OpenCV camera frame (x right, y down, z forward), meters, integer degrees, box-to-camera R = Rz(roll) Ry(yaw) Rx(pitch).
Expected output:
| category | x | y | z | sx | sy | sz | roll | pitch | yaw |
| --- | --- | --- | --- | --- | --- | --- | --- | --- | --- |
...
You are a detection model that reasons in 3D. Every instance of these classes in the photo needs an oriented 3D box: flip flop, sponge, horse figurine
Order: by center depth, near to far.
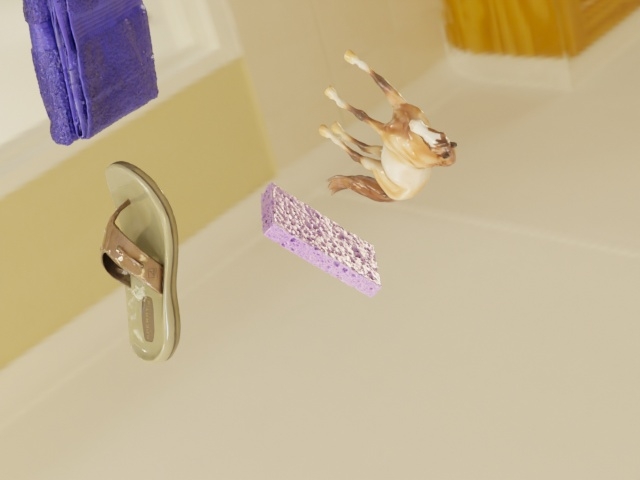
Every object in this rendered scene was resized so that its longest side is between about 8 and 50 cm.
| category | x | y | z | sx | sy | sz | roll | pitch | yaw |
| --- | --- | --- | --- | --- | --- | --- | --- | --- | --- |
| horse figurine | 0.077 | -0.108 | 1.355 | 0.174 | 0.263 | 0.066 | 39 | -113 | 11 |
| flip flop | -0.248 | 0.034 | 1.535 | 0.080 | 0.277 | 0.112 | -14 | -164 | -43 |
| sponge | 0.000 | 0.000 | 1.799 | 0.031 | 0.210 | 0.117 | -48 | -156 | 24 |

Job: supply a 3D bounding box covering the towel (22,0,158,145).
| category | x | y | z | sx | sy | sz | roll | pitch | yaw |
| --- | --- | --- | --- | --- | --- | --- | --- | --- | --- |
| towel | -0.328 | -0.313 | 1.709 | 0.076 | 0.308 | 0.227 | 17 | -143 | 31 |
